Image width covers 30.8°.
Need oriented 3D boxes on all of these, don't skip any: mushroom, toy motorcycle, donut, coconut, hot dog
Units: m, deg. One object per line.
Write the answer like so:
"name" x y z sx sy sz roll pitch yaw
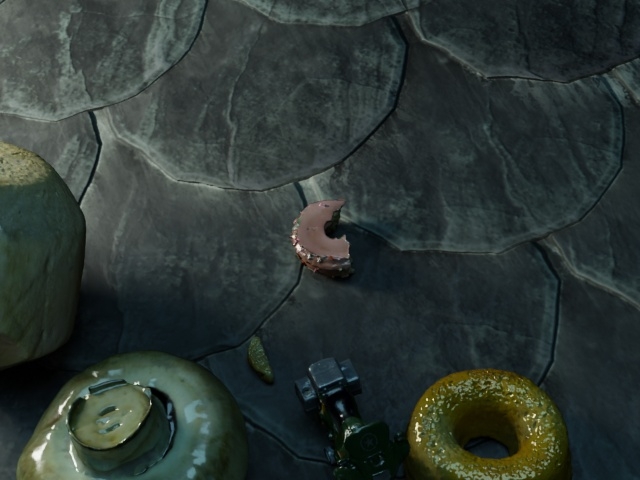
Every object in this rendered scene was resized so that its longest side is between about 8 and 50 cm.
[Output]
"mushroom" -0.286 0.321 1.757 0.352 0.260 0.352 -4 47 4
"toy motorcycle" 0.048 0.295 1.807 0.125 0.187 0.274 -21 52 -13
"donut" 0.000 0.000 2.119 0.117 0.065 0.166 -4 50 -2
"donut" 0.264 0.317 1.826 0.277 0.108 0.277 -2 52 2
"coconut" -0.571 0.047 1.929 0.345 0.415 0.415 7 47 -26
"hot dog" -0.107 0.207 1.982 0.034 0.030 0.090 -17 52 -9
